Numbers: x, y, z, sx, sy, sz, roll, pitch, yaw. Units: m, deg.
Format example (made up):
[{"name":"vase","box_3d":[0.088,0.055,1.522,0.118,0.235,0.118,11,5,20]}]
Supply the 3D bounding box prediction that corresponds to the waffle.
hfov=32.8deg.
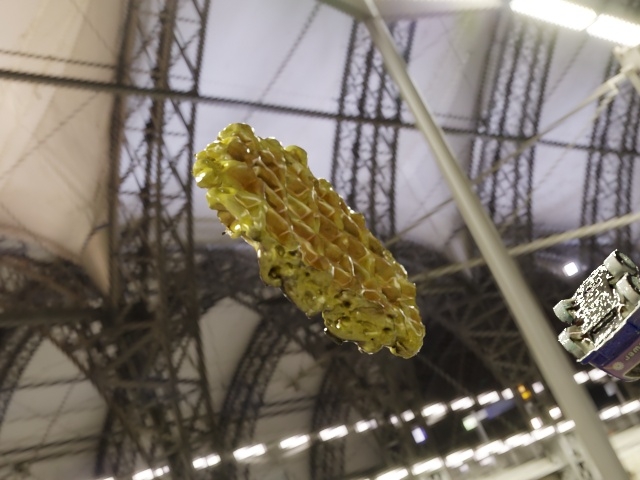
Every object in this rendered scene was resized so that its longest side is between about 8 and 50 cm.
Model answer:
[{"name":"waffle","box_3d":[-0.003,0.002,1.147,0.060,0.312,0.307,-43,-6,19]}]

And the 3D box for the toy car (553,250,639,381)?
[{"name":"toy car","box_3d":[0.539,0.140,1.953,0.172,0.158,0.235,-48,15,24]}]
